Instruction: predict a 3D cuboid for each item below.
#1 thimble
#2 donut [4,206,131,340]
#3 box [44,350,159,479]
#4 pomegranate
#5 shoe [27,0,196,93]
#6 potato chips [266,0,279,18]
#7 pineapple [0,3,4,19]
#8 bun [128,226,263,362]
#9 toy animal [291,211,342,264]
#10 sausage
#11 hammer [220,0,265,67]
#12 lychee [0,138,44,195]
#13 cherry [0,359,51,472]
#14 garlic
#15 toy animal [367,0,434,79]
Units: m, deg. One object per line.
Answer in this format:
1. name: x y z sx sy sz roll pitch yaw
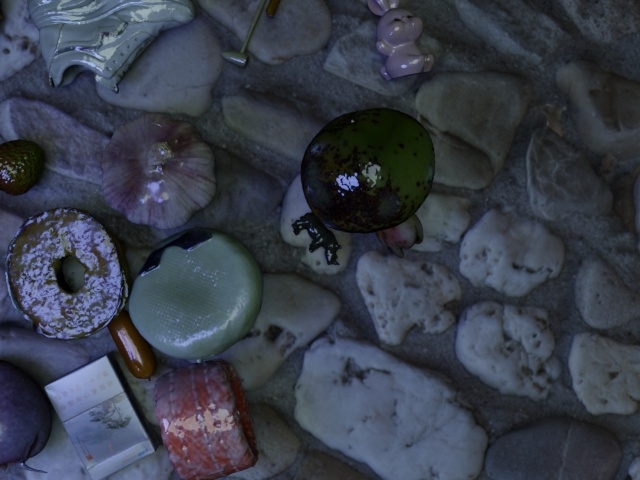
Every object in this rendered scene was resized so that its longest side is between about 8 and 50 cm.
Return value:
1. thimble: -0.233 0.367 1.435 0.162 0.239 0.239 -17 92 -1
2. donut: -0.508 0.070 1.460 0.271 0.107 0.272 0 89 7
3. box: -0.462 0.374 1.498 0.149 0.067 0.233 -26 92 -2
4. pomegranate: 0.115 -0.101 1.466 0.284 0.285 0.341 -31 119 -4
5. shoe: -0.422 -0.412 1.467 0.341 0.132 0.211 -6 95 -1
6. potato chips: -0.080 -0.576 1.536 0.026 0.037 0.204 22 84 -15
7. pineapple: -0.757 -0.478 1.319 0.222 0.357 0.223 0 89 -2
8. bun: -0.241 0.117 1.464 0.283 0.179 0.284 -4 73 14
9. toy animal: 0.000 0.000 1.542 0.065 0.047 0.136 -39 88 -11
10. sausage: -0.404 0.220 1.508 0.062 0.054 0.183 -26 90 -32
11. hammer: -0.156 -0.476 1.538 0.060 0.028 0.195 22 86 2
12. lychee: -0.637 -0.147 1.453 0.114 0.114 0.146 40 73 -4
13. cherry: -0.660 0.367 1.425 0.213 0.183 0.266 -18 76 -13
14. garlic: -0.323 -0.148 1.416 0.244 0.253 0.245 1 85 -12
15. toy animal: 0.165 -0.455 1.516 0.124 0.124 0.213 -18 96 -4
